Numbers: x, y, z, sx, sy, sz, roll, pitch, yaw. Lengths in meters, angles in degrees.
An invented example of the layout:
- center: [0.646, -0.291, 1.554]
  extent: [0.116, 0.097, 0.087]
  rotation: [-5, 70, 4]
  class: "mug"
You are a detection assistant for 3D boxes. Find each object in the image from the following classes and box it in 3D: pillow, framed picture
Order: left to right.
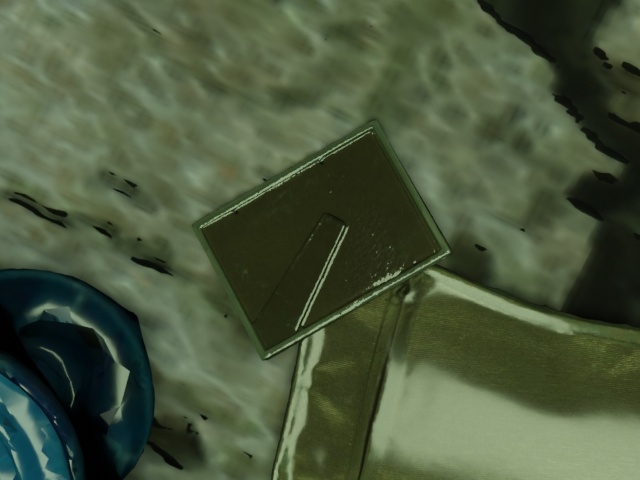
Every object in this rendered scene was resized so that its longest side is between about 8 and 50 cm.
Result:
- center: [0.000, 0.000, 0.762]
  extent: [0.089, 0.006, 0.066]
  rotation: [-31, 78, 5]
  class: "framed picture"
- center: [0.093, 0.083, 0.762]
  extent: [0.218, 0.033, 0.130]
  rotation: [11, 92, 4]
  class: "pillow"

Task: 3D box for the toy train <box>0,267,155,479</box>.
- center: [-0.151, 0.163, 0.709]
  extent: [0.265, 0.188, 0.300]
  rotation: [-34, 95, 10]
  class: "toy train"
